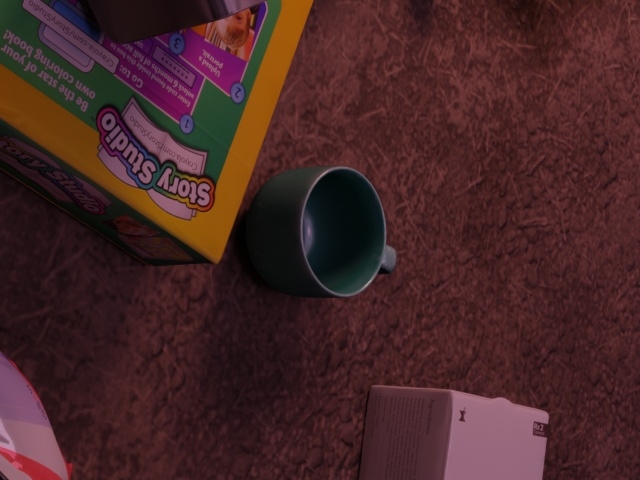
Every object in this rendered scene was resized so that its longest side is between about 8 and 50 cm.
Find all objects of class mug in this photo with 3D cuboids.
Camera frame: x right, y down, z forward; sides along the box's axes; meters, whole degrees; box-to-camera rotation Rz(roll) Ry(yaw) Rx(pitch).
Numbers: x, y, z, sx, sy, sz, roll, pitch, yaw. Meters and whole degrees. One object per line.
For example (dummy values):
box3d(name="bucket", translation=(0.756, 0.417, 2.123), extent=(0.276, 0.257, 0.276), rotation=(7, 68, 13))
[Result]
box3d(name="mug", translation=(-0.006, 0.002, 1.697), extent=(0.129, 0.097, 0.157), rotation=(-51, 126, -36))

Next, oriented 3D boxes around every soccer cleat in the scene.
box3d(name="soccer cleat", translation=(-0.300, 0.111, 1.384), extent=(0.318, 0.109, 0.116), rotation=(64, 26, -22))

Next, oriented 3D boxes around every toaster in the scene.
box3d(name="toaster", translation=(-0.086, -0.245, 1.389), extent=(0.168, 0.186, 0.110), rotation=(-33, 109, -42))

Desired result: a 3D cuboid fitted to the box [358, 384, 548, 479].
box3d(name="box", translation=(0.142, 0.258, 1.843), extent=(0.181, 0.119, 0.181), rotation=(17, 77, -46))

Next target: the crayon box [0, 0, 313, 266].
box3d(name="crayon box", translation=(-0.187, -0.194, 1.494), extent=(0.363, 0.106, 0.313), rotation=(37, 64, -41))
